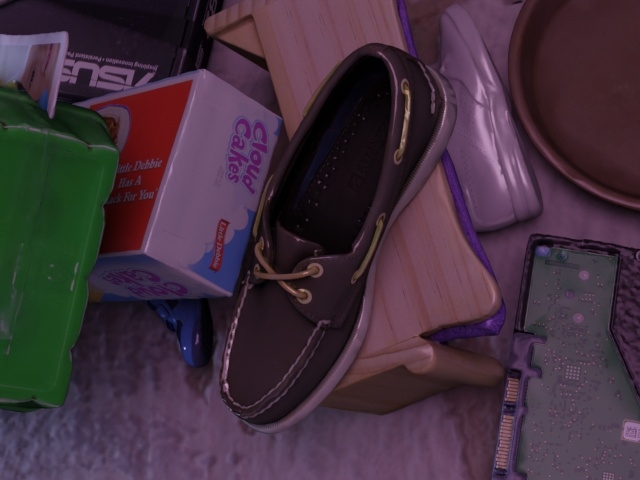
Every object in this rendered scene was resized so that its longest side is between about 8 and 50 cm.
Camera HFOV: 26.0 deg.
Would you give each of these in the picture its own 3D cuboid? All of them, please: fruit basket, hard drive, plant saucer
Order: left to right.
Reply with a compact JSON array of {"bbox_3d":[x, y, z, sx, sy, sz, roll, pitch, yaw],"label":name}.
[{"bbox_3d":[-0.290,-0.005,1.057,0.165,0.353,0.327,12,92,-36],"label":"fruit basket"},{"bbox_3d":[0.306,-0.149,1.238,0.278,0.041,0.277,-1,72,3],"label":"plant saucer"},{"bbox_3d":[0.320,0.135,1.131,0.339,0.064,0.237,8,73,7],"label":"hard drive"}]

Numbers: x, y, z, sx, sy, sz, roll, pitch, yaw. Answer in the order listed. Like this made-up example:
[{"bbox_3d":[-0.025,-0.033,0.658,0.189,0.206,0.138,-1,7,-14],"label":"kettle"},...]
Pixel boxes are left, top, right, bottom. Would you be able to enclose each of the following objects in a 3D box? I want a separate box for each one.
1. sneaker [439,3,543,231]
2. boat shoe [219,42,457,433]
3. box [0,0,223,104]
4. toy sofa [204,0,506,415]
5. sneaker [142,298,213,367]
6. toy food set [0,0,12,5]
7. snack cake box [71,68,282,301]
[{"bbox_3d":[0.123,-0.108,1.225,0.094,0.080,0.212,-19,70,14],"label":"sneaker"},{"bbox_3d":[-0.004,-0.002,1.019,0.109,0.091,0.305,27,93,30],"label":"boat shoe"},{"bbox_3d":[-0.281,-0.279,1.294,0.395,0.097,0.318,11,76,9],"label":"box"},{"bbox_3d":[0.049,-0.049,1.140,0.177,0.150,0.362,-24,70,21],"label":"toy sofa"},{"bbox_3d":[-0.130,0.048,1.199,0.059,0.053,0.144,-16,63,-2],"label":"sneaker"},{"bbox_3d":[-0.384,-0.289,1.209,0.306,0.092,0.219,-23,72,-2],"label":"toy food set"},{"bbox_3d":[-0.160,-0.036,1.127,0.264,0.089,0.152,-5,63,50],"label":"snack cake box"}]
